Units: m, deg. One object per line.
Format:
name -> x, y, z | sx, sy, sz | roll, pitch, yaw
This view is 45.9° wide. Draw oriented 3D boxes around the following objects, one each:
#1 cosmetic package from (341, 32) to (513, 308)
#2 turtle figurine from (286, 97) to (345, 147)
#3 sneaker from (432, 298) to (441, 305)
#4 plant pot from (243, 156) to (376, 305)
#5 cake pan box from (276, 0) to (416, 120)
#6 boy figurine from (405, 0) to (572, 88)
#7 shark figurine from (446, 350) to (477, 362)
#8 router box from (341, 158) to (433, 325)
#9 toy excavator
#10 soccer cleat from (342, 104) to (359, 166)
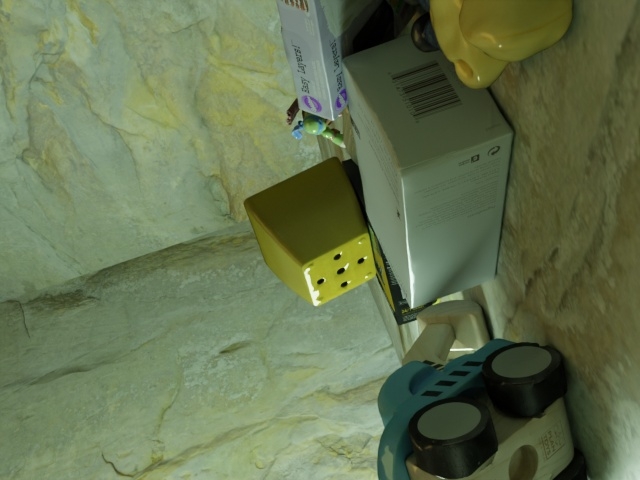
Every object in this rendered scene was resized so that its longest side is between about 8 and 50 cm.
cosmetic package -> 0.153, -0.089, 1.096 | 0.385, 0.156, 0.217 | 77, 172, -57
turtle figurine -> 0.070, -0.332, 1.817 | 0.198, 0.275, 0.266 | 49, -153, -22
sneaker -> 0.244, 0.119, 1.696 | 0.208, 0.081, 0.094 | -88, -27, -78
plant pot -> 0.000, 0.000, 1.508 | 0.187, 0.212, 0.212 | 55, 167, 39
cake pan box -> 0.042, -0.327, 1.009 | 0.070, 0.245, 0.267 | 28, 157, 22
boy figurine -> 0.152, -0.238, 0.757 | 0.285, 0.092, 0.177 | -118, 10, -71
shark figurine -> 0.300, 0.251, 1.460 | 0.116, 0.166, 0.278 | 45, 170, -24
router box -> 0.134, -0.013, 1.545 | 0.309, 0.081, 0.243 | -109, 2, -62
toy excavator -> 0.206, 0.240, 1.179 | 0.445, 0.433, 0.222 | 11, 124, 55
soccer cleat -> 0.074, -0.229, 1.476 | 0.076, 0.068, 0.196 | -125, 19, -74
